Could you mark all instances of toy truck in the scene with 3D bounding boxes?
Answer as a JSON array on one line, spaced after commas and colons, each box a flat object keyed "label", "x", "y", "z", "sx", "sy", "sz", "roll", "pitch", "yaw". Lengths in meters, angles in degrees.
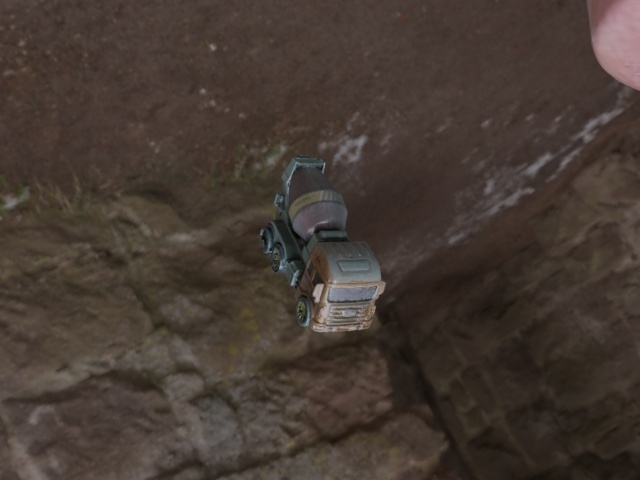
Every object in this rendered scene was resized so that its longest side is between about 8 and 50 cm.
[{"label": "toy truck", "x": 0.000, "y": 0.000, "z": 1.251, "sx": 0.108, "sy": 0.256, "sz": 0.140, "roll": -1, "pitch": 128, "yaw": -24}]

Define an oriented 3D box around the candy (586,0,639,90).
[{"label": "candy", "x": 0.297, "y": -0.170, "z": 0.569, "sx": 0.255, "sy": 0.094, "sz": 0.255, "roll": -1, "pitch": 165, "yaw": 0}]
